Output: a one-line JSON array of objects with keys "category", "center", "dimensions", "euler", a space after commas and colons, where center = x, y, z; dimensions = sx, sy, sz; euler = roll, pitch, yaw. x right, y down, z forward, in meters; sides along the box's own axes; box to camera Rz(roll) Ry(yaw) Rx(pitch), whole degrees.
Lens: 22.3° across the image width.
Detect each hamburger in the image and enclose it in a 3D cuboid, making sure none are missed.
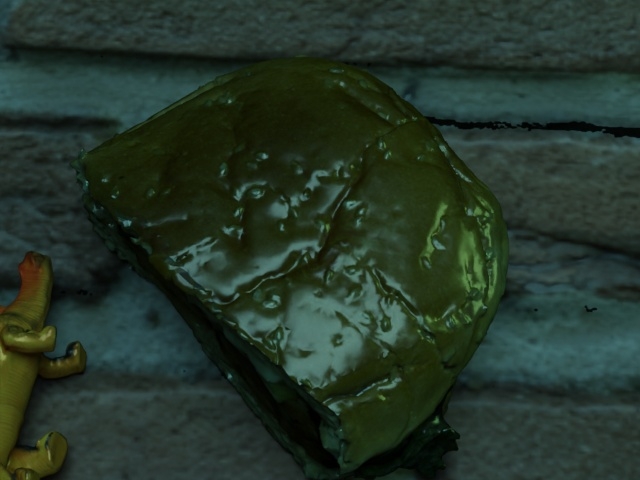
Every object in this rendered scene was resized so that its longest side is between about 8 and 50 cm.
[{"category": "hamburger", "center": [0.000, 0.000, 1.031], "dimensions": [0.211, 0.132, 0.309], "euler": [-38, 66, -17]}]

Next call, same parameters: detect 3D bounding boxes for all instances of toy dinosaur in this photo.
[{"category": "toy dinosaur", "center": [-0.219, 0.125, 0.995], "dimensions": [0.117, 0.070, 0.288], "euler": [0, 56, 12]}]
